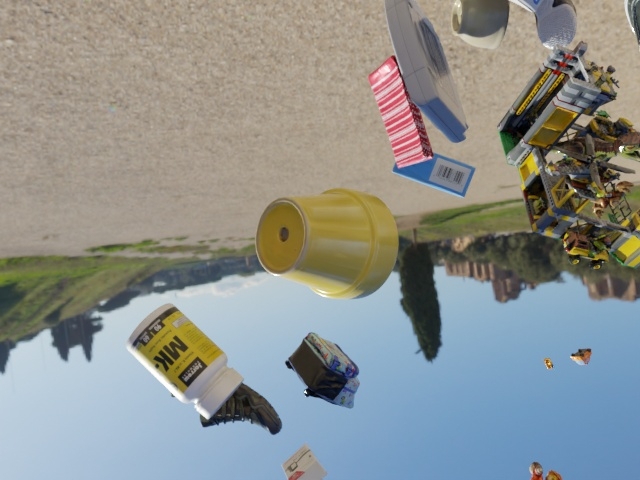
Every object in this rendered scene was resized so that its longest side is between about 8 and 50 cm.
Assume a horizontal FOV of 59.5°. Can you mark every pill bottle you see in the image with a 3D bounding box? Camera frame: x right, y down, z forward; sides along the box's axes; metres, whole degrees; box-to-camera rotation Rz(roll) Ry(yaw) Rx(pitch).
[{"bbox_3d":[-0.252,0.228,1.058,0.119,0.208,0.119,-48,173,-7],"label":"pill bottle"}]

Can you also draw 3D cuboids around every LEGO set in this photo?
[{"bbox_3d":[0.416,-0.138,0.817,0.255,0.331,0.192,19,138,-8],"label":"LEGO set"}]

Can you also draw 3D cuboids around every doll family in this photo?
[{"bbox_3d":[0.618,0.730,1.535,0.118,0.263,0.163,11,-154,17],"label":"doll family"}]

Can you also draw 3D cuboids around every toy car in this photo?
[{"bbox_3d":[0.685,0.329,1.541,0.122,0.040,0.060,-24,177,43],"label":"toy car"}]

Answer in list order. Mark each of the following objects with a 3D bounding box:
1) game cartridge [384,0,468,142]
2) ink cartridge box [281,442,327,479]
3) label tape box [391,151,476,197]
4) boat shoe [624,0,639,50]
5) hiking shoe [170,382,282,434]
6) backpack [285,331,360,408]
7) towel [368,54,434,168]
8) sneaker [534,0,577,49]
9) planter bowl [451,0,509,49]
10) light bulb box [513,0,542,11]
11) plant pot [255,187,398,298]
[{"bbox_3d":[0.207,-0.354,1.112,0.060,0.294,0.196,-22,150,24],"label":"game cartridge"},{"bbox_3d":[-0.054,0.722,1.766,0.109,0.063,0.150,-39,-171,-11],"label":"ink cartridge box"},{"bbox_3d":[0.391,-0.245,1.945,0.249,0.115,0.347,21,-168,8],"label":"label tape box"},{"bbox_3d":[0.713,-0.385,1.143,0.105,0.306,0.113,-40,-167,-32],"label":"boat shoe"},{"bbox_3d":[-0.185,0.337,1.127,0.227,0.114,0.086,32,165,11],"label":"hiking shoe"},{"bbox_3d":[0.026,0.317,1.336,0.173,0.117,0.158,35,-178,-32],"label":"backpack"},{"bbox_3d":[0.205,-0.332,1.476,0.031,0.275,0.199,-20,-174,-15],"label":"towel"},{"bbox_3d":[0.533,-0.579,1.295,0.101,0.269,0.153,-6,-166,24],"label":"sneaker"},{"bbox_3d":[0.400,-0.575,1.434,0.109,0.162,0.162,-1,179,-4],"label":"planter bowl"},{"bbox_3d":[0.362,-0.719,1.118,0.225,0.361,0.358,8,-147,-41],"label":"light bulb box"},{"bbox_3d":[0.000,0.000,1.220,0.254,0.254,0.239,-8,169,43],"label":"plant pot"}]
